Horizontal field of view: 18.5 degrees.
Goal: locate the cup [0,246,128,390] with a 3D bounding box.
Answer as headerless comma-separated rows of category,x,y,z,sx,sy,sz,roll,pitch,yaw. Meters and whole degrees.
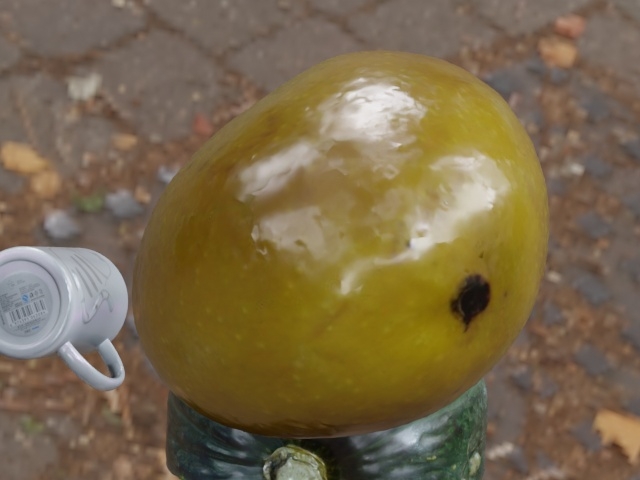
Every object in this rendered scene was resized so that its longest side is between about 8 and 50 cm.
cup,-0.221,0.062,1.720,0.136,0.099,0.133,24,4,15

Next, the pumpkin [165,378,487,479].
pumpkin,0.005,0.124,1.764,0.292,0.197,0.263,2,7,7

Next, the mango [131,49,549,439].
mango,0.000,0.000,0.621,0.136,0.227,0.099,-41,99,-9
